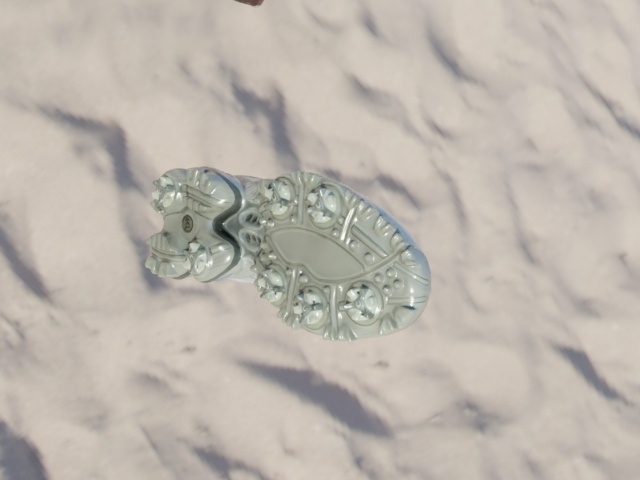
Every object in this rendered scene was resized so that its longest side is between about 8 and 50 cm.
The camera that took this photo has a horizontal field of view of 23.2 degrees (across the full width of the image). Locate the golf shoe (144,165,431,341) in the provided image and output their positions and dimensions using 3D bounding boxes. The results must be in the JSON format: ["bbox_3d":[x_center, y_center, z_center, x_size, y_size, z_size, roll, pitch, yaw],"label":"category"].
[{"bbox_3d":[0.000,0.000,0.706,0.086,0.176,0.069,2,102,-41],"label":"golf shoe"}]

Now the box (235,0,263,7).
[{"bbox_3d":[-0.088,-0.235,0.658,0.203,0.168,0.167,18,30,-32],"label":"box"}]
